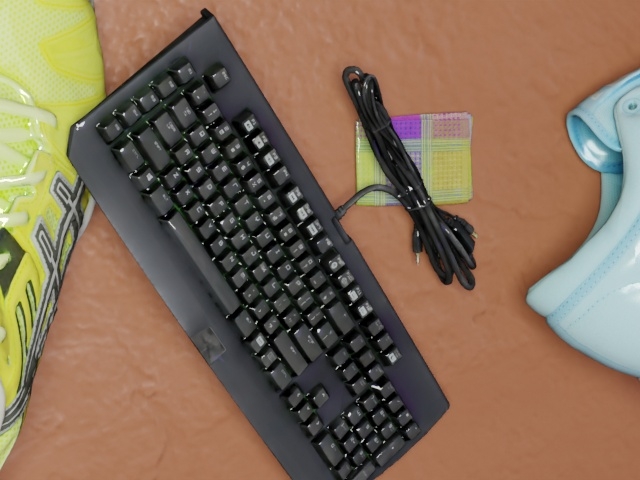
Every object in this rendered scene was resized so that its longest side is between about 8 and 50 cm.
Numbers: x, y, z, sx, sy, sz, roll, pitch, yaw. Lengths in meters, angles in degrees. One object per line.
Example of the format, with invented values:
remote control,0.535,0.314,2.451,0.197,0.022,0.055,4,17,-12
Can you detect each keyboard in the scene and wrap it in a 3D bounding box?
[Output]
keyboard,0.000,0.000,0.918,0.201,0.033,0.317,-44,123,-20

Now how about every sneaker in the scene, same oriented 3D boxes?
sneaker,0.246,-0.087,0.981,0.150,0.135,0.366,25,76,2
sneaker,-0.189,0.009,0.829,0.145,0.147,0.384,9,93,-19

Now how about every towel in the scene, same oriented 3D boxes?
towel,0.061,-0.052,0.981,0.083,0.009,0.060,-4,100,-18
